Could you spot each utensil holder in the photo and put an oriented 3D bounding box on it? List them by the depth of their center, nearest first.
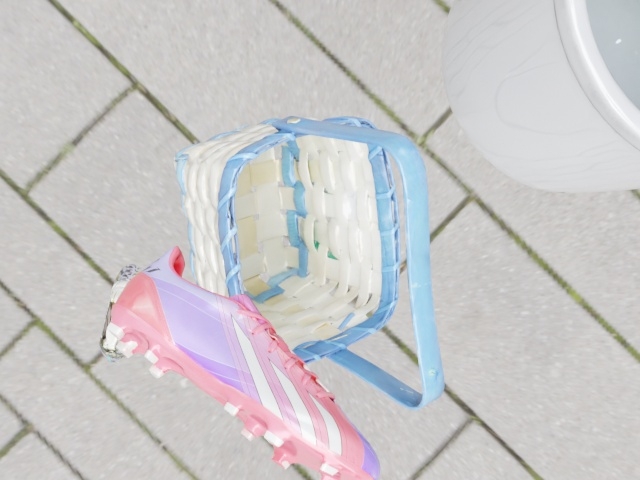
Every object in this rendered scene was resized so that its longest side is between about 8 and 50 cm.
[{"bbox_3d":[0.314,-0.208,1.098,0.327,0.385,0.328,0,89,-12],"label":"utensil holder"}]

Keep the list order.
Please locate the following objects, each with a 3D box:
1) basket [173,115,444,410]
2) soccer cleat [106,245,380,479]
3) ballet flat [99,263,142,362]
[{"bbox_3d":[0.000,0.000,1.040,0.201,0.289,0.255,-20,118,-29],"label":"basket"},{"bbox_3d":[-0.050,0.097,0.861,0.248,0.083,0.095,31,70,15],"label":"soccer cleat"},{"bbox_3d":[-0.224,0.081,1.267,0.041,0.041,0.114,10,80,0],"label":"ballet flat"}]
